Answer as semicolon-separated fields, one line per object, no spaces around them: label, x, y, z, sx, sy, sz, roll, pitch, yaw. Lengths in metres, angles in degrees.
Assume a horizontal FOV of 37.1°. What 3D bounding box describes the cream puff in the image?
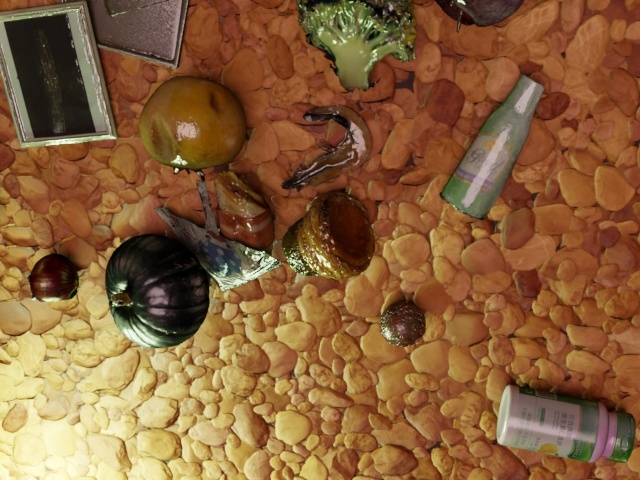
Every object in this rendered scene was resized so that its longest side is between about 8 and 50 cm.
cream puff;0.000;0.000;1.969;0.169;0.183;0.183;-19;107;38

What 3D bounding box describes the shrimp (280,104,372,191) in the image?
shrimp;-0.005;-0.188;1.948;0.219;0.046;0.152;-30;103;13

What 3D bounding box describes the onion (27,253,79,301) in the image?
onion;-0.588;0.083;2.093;0.118;0.117;0.118;-1;96;-10

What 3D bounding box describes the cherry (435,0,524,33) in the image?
cherry;0.294;-0.481;1.732;0.195;0.195;0.195;3;109;7

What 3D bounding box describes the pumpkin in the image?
pumpkin;-0.358;0.109;2.022;0.250;0.216;0.250;6;99;39

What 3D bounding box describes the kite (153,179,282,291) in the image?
kite;-0.217;-0.002;1.998;0.335;0.011;0.314;21;139;25

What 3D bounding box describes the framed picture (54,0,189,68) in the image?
framed picture;-0.397;-0.472;1.923;0.265;0.018;0.192;16;111;3

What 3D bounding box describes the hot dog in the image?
hot dog;-0.153;-0.043;1.992;0.123;0.093;0.261;14;131;23

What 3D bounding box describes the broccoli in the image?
broccoli;0.082;-0.431;1.821;0.242;0.273;0.180;12;66;14

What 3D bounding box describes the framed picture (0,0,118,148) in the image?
framed picture;-0.559;-0.339;1.980;0.231;0.018;0.293;-5;112;12

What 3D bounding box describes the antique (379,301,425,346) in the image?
antique;0.174;0.179;2.022;0.104;0.104;0.104;3;109;7

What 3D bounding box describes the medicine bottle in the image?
medicine bottle;0.522;0.395;2.029;0.274;0.133;0.133;10;110;4

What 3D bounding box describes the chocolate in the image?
chocolate;0.347;-0.186;1.872;0.110;0.110;0.291;27;109;-1

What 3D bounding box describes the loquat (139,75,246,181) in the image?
loquat;-0.258;-0.224;1.888;0.213;0.213;0.213;3;109;7
